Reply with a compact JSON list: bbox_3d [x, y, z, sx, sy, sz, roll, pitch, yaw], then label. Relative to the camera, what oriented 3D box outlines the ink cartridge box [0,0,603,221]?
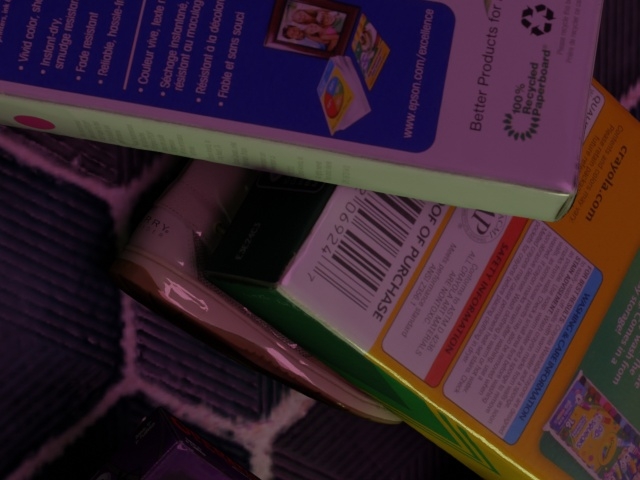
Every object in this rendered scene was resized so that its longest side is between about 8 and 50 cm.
[{"bbox_3d":[-0.048,-0.129,0.834,0.370,0.069,0.176,11,76,0],"label":"ink cartridge box"}]

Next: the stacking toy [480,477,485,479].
[{"bbox_3d":[0.157,0.149,1.089,0.330,0.141,0.141,-42,118,-10],"label":"stacking toy"}]

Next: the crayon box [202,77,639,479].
[{"bbox_3d":[0.113,0.020,0.964,0.323,0.083,0.203,38,74,-30],"label":"crayon box"}]

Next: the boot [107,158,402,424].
[{"bbox_3d":[0.000,0.000,0.981,0.213,0.077,0.165,33,78,-33],"label":"boot"}]

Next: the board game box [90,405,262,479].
[{"bbox_3d":[-0.125,0.274,0.922,0.347,0.056,0.208,-47,117,3],"label":"board game box"}]
